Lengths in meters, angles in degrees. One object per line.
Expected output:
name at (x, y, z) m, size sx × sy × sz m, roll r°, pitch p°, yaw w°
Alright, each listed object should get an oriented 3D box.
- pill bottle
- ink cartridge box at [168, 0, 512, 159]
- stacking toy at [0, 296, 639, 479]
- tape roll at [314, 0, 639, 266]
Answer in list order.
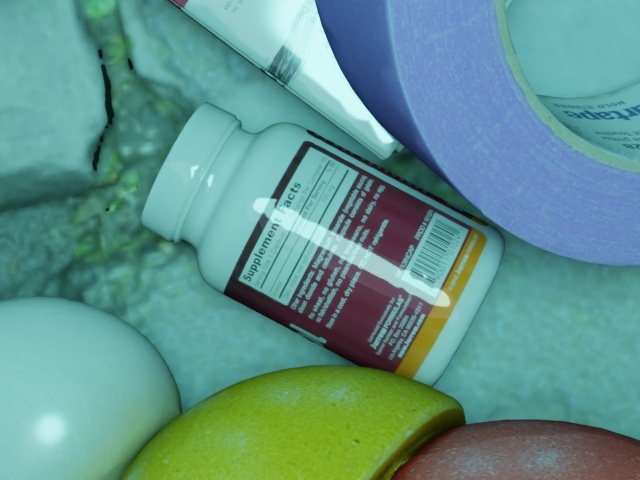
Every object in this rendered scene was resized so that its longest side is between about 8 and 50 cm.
pill bottle at (0.000, 0.000, 0.730) m, size 0.152 × 0.086 × 0.086 m, roll 28°, pitch 93°, yaw 2°
ink cartridge box at (0.004, -0.122, 0.737) m, size 0.150 × 0.063 × 0.109 m, roll 37°, pitch 92°, yaw 0°
stacking toy at (0.023, 0.160, 0.663) m, size 0.480 × 0.350 × 0.350 m, roll 33°, pitch 93°, yaw 17°
tape roll at (0.136, -0.131, 0.655) m, size 0.275 × 0.090 × 0.275 m, roll -9°, pitch 115°, yaw -19°
